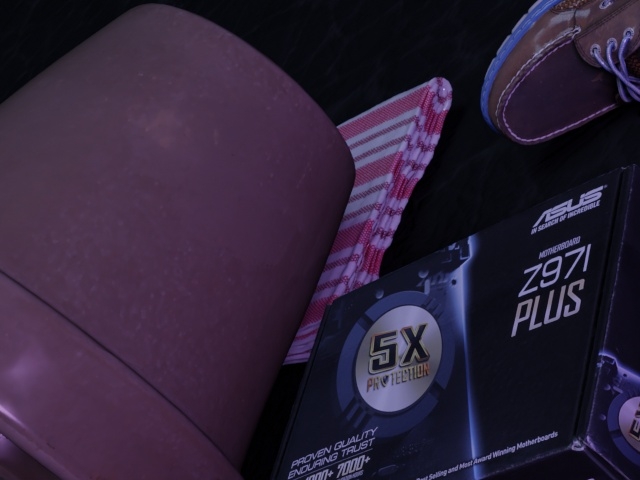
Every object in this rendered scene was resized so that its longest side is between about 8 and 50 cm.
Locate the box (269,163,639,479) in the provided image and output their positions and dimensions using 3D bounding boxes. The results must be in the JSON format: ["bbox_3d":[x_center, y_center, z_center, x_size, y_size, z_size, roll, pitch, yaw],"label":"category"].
[{"bbox_3d":[0.072,0.072,0.708,0.180,0.077,0.147,-26,32,39],"label":"box"}]

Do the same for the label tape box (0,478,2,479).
[{"bbox_3d":[-0.247,0.054,1.203,0.249,0.115,0.348,-9,47,53],"label":"label tape box"}]

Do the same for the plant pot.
[{"bbox_3d":[-0.102,0.012,0.858,0.229,0.263,0.263,-53,25,-15],"label":"plant pot"}]

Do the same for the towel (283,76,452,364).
[{"bbox_3d":[0.000,0.000,0.990,0.144,0.029,0.197,-21,35,48],"label":"towel"}]

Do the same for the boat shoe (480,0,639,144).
[{"bbox_3d":[0.157,-0.104,0.840,0.183,0.066,0.066,-39,28,18],"label":"boat shoe"}]
